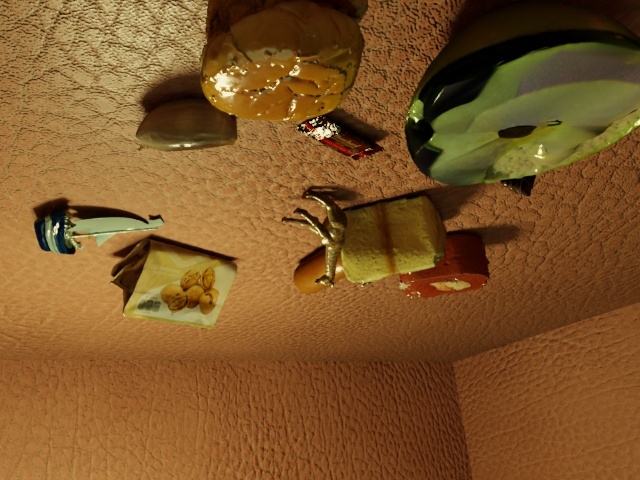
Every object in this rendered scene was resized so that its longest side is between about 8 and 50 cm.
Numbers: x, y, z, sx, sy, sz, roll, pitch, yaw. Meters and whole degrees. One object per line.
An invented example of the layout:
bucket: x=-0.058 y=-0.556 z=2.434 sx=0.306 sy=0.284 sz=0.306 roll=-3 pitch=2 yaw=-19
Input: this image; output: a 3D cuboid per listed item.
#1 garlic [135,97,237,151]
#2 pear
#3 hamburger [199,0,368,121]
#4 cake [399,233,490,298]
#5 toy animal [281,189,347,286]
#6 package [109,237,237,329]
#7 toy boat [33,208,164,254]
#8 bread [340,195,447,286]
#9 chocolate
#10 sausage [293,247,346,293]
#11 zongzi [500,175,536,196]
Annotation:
garlic: x=-0.251 y=-0.190 z=1.079 sx=0.198 sy=0.091 sz=0.128 roll=-12 pitch=171 yaw=3
pear: x=0.315 y=-0.246 z=0.962 sx=0.398 sy=0.165 sz=0.399 roll=-5 pitch=159 yaw=-2
hamburger: x=-0.047 y=-0.264 z=0.832 sx=0.244 sy=0.163 sz=0.244 roll=-6 pitch=157 yaw=-3
cake: x=0.359 y=0.079 z=1.818 sx=0.282 sy=0.151 sz=0.177 roll=-9 pitch=162 yaw=21
toy animal: x=0.009 y=-0.004 z=1.487 sx=0.149 sy=0.054 sz=0.276 roll=-25 pitch=123 yaw=5
package: x=-0.427 y=0.108 z=1.740 sx=0.165 sy=0.222 sz=0.311 roll=29 pitch=-172 yaw=42
toy boat: x=-0.525 y=-0.021 z=1.467 sx=0.290 sy=0.067 sz=0.220 roll=-3 pitch=158 yaw=-15
bread: x=0.199 y=0.020 z=1.593 sx=0.263 sy=0.199 sz=0.236 roll=-11 pitch=165 yaw=18
chocolate: x=0.042 y=-0.201 z=1.199 sx=0.182 sy=0.028 sz=0.086 roll=16 pitch=157 yaw=-41
sausage: x=0.013 y=0.083 z=1.797 sx=0.105 sy=0.105 sz=0.274 roll=8 pitch=155 yaw=-32
zongzi: x=0.479 y=-0.126 z=1.436 sx=0.067 sy=0.074 sz=0.083 roll=28 pitch=143 yaw=-25
